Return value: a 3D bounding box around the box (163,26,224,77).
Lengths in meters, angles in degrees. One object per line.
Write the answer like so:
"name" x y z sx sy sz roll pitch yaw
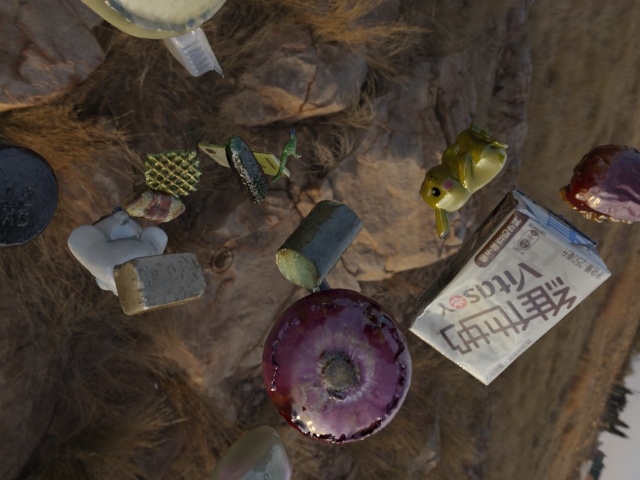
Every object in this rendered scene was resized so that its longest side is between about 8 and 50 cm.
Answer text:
"box" -0.504 -0.735 1.619 0.106 0.264 0.337 -41 168 -7

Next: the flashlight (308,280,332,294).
"flashlight" 0.001 0.188 1.671 0.103 0.103 0.424 -38 98 -34

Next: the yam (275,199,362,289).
"yam" 0.000 0.000 1.298 0.268 0.161 0.161 -51 142 -29

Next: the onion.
"onion" 0.050 0.297 1.090 0.345 0.358 0.359 18 94 -67

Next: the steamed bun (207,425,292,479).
"steamed bun" -0.157 0.598 1.141 0.238 0.152 0.170 -34 100 -51

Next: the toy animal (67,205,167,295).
"toy animal" -0.567 0.031 1.296 0.249 0.289 0.174 -28 146 -48

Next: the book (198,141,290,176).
"book" -0.330 -0.351 1.930 0.239 0.351 0.035 40 64 -71

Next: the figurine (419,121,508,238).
"figurine" 0.420 -0.199 1.374 0.169 0.218 0.327 32 112 -34

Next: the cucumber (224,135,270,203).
"cucumber" -0.185 -0.176 1.115 0.075 0.074 0.241 -57 160 -15

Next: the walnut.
"walnut" 0.864 -0.147 1.297 0.222 0.268 0.244 -45 153 -50

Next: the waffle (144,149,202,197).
"waffle" -0.579 -0.264 1.756 0.223 0.054 0.204 -11 125 -27

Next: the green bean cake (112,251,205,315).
"green bean cake" -0.337 0.088 0.947 0.179 0.085 0.109 -5 76 -60

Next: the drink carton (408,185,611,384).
"drink carton" 0.339 0.091 0.838 0.325 0.194 0.132 -58 174 30

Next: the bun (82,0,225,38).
"bun" -0.201 -0.381 0.476 0.287 0.146 0.288 -31 138 -33

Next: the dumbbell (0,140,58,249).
"dumbbell" -0.714 -0.116 0.868 0.203 0.322 0.204 15 90 -77

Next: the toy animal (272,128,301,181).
"toy animal" -0.121 -0.321 1.724 0.074 0.041 0.217 9 111 -36

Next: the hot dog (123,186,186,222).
"hot dog" -0.616 -0.133 1.623 0.261 0.093 0.123 18 93 -61
